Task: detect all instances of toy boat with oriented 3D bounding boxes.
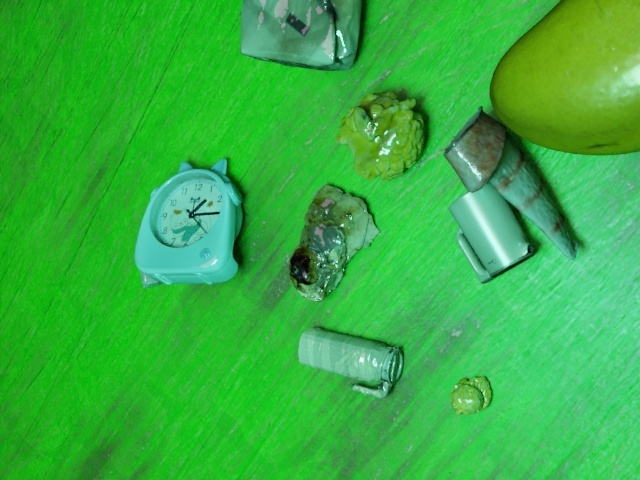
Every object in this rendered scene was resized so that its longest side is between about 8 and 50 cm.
[{"bbox_3d":[0.336,-0.091,1.313,0.282,0.206,0.096,43,126,-2],"label":"toy boat"}]

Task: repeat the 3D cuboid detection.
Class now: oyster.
[{"bbox_3d":[0.007,0.013,1.546,0.161,0.107,0.233,26,102,36],"label":"oyster"}]

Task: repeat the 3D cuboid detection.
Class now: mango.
[{"bbox_3d":[0.460,-0.284,1.200,0.444,0.220,0.302,-13,87,34],"label":"mango"}]

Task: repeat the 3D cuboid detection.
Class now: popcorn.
[{"bbox_3d":[0.110,-0.198,1.464,0.173,0.142,0.174,16,124,26],"label":"popcorn"},{"bbox_3d":[0.272,0.281,1.415,0.083,0.068,0.060,-32,100,-10],"label":"popcorn"}]

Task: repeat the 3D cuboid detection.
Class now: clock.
[{"bbox_3d":[-0.264,-0.044,1.669,0.223,0.094,0.274,0,66,24],"label":"clock"}]

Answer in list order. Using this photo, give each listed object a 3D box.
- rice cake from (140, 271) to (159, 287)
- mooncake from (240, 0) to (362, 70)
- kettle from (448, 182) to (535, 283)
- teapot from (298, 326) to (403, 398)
[{"bbox_3d":[-0.321,0.054,1.758,0.206,0.063,0.069,-17,76,29],"label":"rice cake"},{"bbox_3d":[-0.032,-0.464,1.534,0.254,0.136,0.250,11,98,25],"label":"mooncake"},{"bbox_3d":[0.291,-0.012,1.375,0.126,0.098,0.148,-32,79,22],"label":"kettle"},{"bbox_3d":[0.058,0.240,1.529,0.200,0.077,0.107,9,99,30],"label":"teapot"}]
